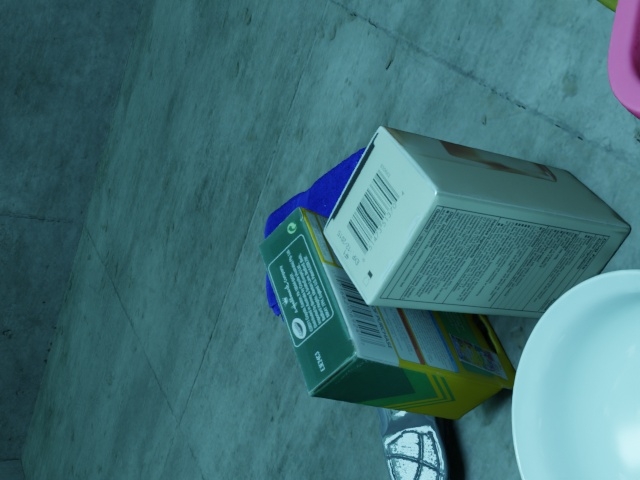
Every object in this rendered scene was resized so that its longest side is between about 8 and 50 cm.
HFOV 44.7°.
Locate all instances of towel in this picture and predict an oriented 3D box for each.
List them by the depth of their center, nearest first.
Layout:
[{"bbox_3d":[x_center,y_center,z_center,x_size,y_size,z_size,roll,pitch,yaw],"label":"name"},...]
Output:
[{"bbox_3d":[0.000,0.000,1.318,0.308,0.076,0.228,-31,60,50],"label":"towel"}]

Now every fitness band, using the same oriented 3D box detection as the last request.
[{"bbox_3d":[0.379,-0.240,0.745,0.209,0.054,0.291,-10,58,56],"label":"fitness band"}]

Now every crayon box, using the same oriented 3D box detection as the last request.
[{"bbox_3d":[0.091,0.100,0.935,0.083,0.322,0.203,-44,49,27],"label":"crayon box"}]

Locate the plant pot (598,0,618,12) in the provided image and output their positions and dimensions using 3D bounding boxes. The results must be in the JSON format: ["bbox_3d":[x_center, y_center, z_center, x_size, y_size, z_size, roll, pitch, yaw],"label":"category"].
[{"bbox_3d":[0.282,-0.419,0.875,0.212,0.187,0.212,-60,39,30],"label":"plant pot"}]

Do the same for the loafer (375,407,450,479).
[{"bbox_3d":[0.126,0.209,1.082,0.109,0.095,0.303,-13,66,19],"label":"loafer"}]

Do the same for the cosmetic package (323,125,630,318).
[{"bbox_3d":[0.174,-0.011,0.865,0.153,0.296,0.129,-61,39,27],"label":"cosmetic package"}]

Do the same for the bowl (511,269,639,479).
[{"bbox_3d":[0.331,0.178,0.733,0.297,0.134,0.298,-12,76,59],"label":"bowl"}]
